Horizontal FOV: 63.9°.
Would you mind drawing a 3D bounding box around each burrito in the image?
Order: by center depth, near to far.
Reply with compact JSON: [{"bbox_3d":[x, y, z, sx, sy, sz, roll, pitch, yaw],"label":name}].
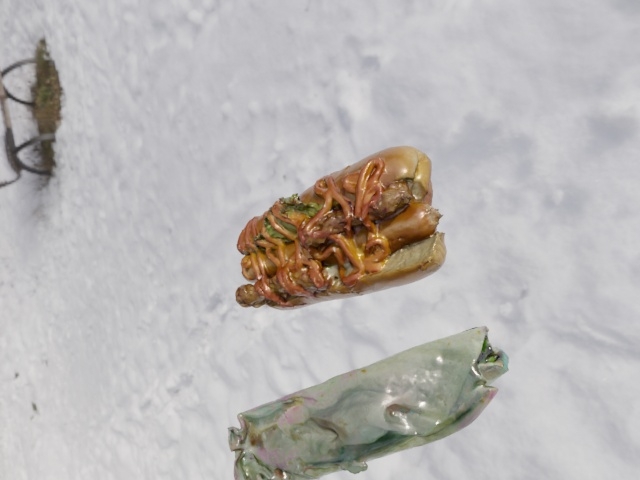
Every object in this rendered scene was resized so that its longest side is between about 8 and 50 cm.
[{"bbox_3d":[0.046,0.178,0.523,0.066,0.310,0.096,45,-158,-68],"label":"burrito"}]

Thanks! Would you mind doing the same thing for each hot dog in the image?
[{"bbox_3d":[0.000,0.000,0.652,0.349,0.117,0.158,-19,78,45],"label":"hot dog"}]
